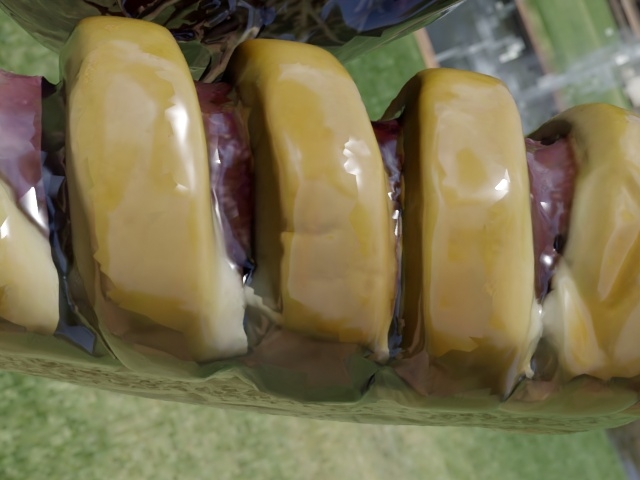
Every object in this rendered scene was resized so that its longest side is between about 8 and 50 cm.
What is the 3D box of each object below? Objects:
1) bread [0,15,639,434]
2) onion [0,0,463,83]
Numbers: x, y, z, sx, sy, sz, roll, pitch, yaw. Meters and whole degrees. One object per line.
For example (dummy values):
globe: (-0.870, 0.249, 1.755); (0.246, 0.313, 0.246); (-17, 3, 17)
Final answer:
bread: (0.000, 0.000, 0.375); (0.134, 0.225, 0.081); (148, -52, -74)
onion: (-0.005, -0.198, 0.572); (0.232, 0.314, 0.314); (55, 10, 19)
